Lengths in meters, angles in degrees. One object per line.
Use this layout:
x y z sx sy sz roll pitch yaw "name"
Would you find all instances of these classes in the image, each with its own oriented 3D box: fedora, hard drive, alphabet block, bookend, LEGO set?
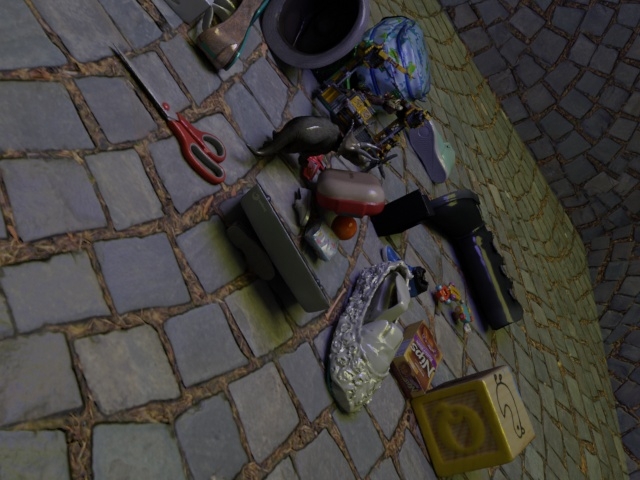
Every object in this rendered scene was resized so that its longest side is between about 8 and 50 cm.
-0.004 -0.547 1.648 0.244 0.275 0.124 45 2 10 "fedora"
-0.068 0.014 1.206 0.255 0.054 0.172 60 -1 -7 "hard drive"
0.358 0.416 1.511 0.197 0.193 0.193 -2 68 -58 "alphabet block"
0.237 -0.075 1.722 0.156 0.157 0.072 -10 77 -59 "bookend"
0.152 -0.336 1.680 0.331 0.254 0.192 57 1 -35 "LEGO set"

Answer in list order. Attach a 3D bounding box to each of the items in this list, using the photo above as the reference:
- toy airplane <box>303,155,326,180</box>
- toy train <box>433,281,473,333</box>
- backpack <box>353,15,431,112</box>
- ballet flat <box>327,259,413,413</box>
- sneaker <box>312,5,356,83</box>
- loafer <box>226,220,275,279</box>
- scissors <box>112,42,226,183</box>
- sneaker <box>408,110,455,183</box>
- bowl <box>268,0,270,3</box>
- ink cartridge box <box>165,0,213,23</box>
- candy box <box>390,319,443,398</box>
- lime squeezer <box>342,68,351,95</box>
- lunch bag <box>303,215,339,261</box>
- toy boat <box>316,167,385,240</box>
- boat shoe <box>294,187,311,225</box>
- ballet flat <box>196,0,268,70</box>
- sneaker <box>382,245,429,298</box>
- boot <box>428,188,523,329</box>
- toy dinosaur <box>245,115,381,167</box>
-0.034 -0.206 1.519 0.151 0.028 0.151 28 52 -42 "toy airplane"
0.376 0.189 1.860 0.166 0.046 0.125 56 32 -9 "toy train"
0.216 -0.523 1.952 0.355 0.273 0.290 -32 118 -49 "backpack"
0.118 0.173 1.374 0.147 0.146 0.409 51 33 -23 "ballet flat"
0.055 -0.587 1.774 0.146 0.134 0.344 13 84 -74 "sneaker"
-0.123 0.016 1.201 0.125 0.045 0.039 53 25 -15 "loafer"
-0.270 -0.220 1.163 0.297 0.021 0.109 45 37 -33 "scissors"
0.382 -0.335 2.206 0.151 0.094 0.256 -48 120 -52 "sneaker"
-0.143 -0.791 1.737 0.391 0.077 0.391 38 39 -39 "bowl"
-0.275 -0.557 1.355 0.127 0.072 0.175 44 35 -32 "ink cartridge box"
0.229 0.281 1.550 0.109 0.053 0.186 61 31 -7 "candy box"
0.048 -0.503 1.844 0.110 0.058 0.311 -25 90 -61 "lime squeezer"
0.000 0.000 1.397 0.071 0.053 0.083 54 21 -21 "lunch bag"
0.059 -0.074 1.456 0.231 0.150 0.151 -90 -172 -73 "toy boat"
-0.042 -0.075 1.411 0.035 0.035 0.100 18 52 -17 "boat shoe"
-0.192 -0.491 1.416 0.106 0.107 0.316 35 38 -20 "ballet flat"
0.224 0.071 1.663 0.058 0.084 0.152 -25 90 -60 "sneaker"
0.489 0.071 2.049 0.367 0.146 0.446 -5 77 -57 "boot"
-0.029 -0.225 1.385 0.313 0.160 0.121 7 71 -47 "toy dinosaur"
